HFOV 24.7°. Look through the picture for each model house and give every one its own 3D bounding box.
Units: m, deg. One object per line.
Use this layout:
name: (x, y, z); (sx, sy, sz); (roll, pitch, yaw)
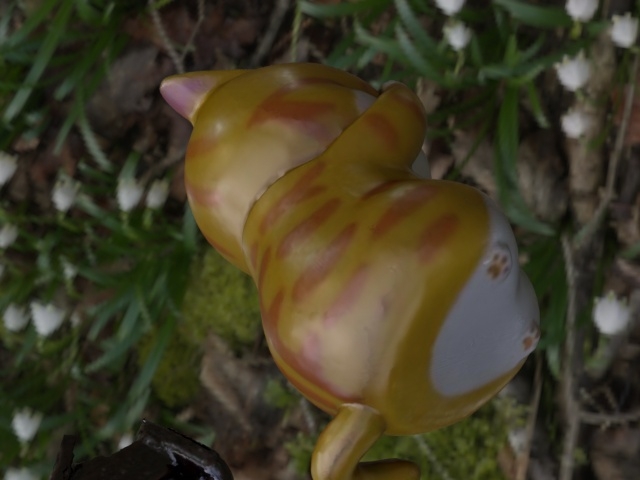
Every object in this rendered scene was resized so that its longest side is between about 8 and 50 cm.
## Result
model house: (-0.182, 0.251, 1.303); (0.141, 0.164, 0.203); (41, 151, 17)

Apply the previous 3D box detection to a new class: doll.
doll: (0.019, -0.001, 0.874); (0.162, 0.270, 0.167); (-25, 137, -3)
